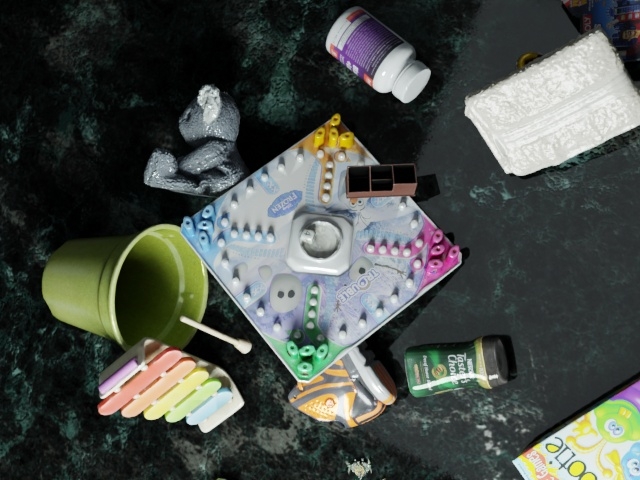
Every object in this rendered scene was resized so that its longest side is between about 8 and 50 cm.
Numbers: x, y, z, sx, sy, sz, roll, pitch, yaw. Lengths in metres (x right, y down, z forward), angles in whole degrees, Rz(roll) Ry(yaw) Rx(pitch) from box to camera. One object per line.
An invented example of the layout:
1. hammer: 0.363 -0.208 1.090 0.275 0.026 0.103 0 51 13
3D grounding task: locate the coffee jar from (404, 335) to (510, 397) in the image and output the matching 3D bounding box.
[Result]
1. coffee jar: 0.252 0.230 1.717 0.184 0.079 0.096 -11 83 20

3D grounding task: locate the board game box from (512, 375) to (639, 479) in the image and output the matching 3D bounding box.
1. board game box: 0.487 0.351 1.586 0.275 0.142 0.144 -37 75 15

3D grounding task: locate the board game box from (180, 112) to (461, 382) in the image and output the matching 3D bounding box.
1. board game box: 0.000 0.000 1.749 0.390 0.050 0.390 -36 73 -14

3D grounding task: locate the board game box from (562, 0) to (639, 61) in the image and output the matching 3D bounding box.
1. board game box: 0.512 -0.402 1.643 0.194 0.060 0.194 0 88 36

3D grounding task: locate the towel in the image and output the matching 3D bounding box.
1. towel: 0.406 -0.232 1.630 0.282 0.049 0.187 -27 111 33

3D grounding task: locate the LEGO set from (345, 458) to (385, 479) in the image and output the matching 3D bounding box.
1. LEGO set: 0.086 0.446 1.802 0.054 0.023 0.083 -41 87 16

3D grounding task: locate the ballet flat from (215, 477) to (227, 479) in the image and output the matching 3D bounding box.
1. ballet flat: -0.208 0.604 1.876 0.086 0.086 0.248 14 91 21

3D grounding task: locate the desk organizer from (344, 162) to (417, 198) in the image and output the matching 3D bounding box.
1. desk organizer: 0.112 -0.111 1.739 0.130 0.050 0.047 -2 68 -2

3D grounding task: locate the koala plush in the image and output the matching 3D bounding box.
1. koala plush: -0.219 -0.199 1.875 0.203 0.196 0.221 9 90 10

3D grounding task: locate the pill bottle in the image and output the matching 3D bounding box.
1. pill bottle: 0.113 -0.351 1.788 0.193 0.108 0.108 42 101 18

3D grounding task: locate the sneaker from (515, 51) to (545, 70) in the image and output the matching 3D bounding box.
1. sneaker: 0.444 -0.269 1.665 0.225 0.093 0.088 27 96 20

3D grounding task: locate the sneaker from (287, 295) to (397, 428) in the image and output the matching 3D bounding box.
1. sneaker: -0.011 0.219 1.794 0.180 0.124 0.321 -37 75 14

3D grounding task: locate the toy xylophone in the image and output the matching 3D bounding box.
1. toy xylophone: -0.270 0.261 1.808 0.236 0.323 0.081 -44 49 21

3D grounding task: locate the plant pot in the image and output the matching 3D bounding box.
1. plant pot: -0.414 0.095 1.902 0.254 0.276 0.276 5 89 33
